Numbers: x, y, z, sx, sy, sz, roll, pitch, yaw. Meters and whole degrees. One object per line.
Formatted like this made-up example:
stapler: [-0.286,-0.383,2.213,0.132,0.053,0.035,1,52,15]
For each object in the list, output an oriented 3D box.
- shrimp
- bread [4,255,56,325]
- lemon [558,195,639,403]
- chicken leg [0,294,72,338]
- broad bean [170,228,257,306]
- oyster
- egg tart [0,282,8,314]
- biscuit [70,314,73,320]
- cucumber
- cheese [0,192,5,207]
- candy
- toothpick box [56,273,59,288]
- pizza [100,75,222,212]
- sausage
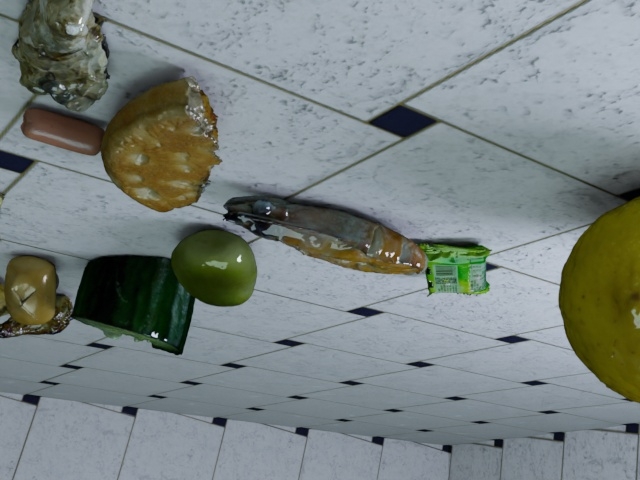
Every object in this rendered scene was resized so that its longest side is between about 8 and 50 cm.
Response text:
shrimp: [0.000,0.000,1.106,0.317,0.062,0.164,16,163,-32]
bread: [-0.459,0.082,1.336,0.082,0.115,0.056,14,-158,0]
lemon: [0.407,0.069,0.951,0.310,0.253,0.253,13,159,-43]
chicken leg: [-0.522,0.143,1.503,0.178,0.070,0.093,-15,175,-33]
broad bean: [-0.148,0.036,1.216,0.124,0.082,0.174,1,150,7]
oyster: [-0.218,-0.155,0.696,0.106,0.061,0.200,5,161,-1]
egg tart: [-0.702,0.125,1.478,0.319,0.128,0.319,4,163,1]
biscuit: [-0.549,0.150,1.682,0.130,0.019,0.119,-2,160,13]
cucumber: [-0.291,0.103,1.351,0.191,0.130,0.191,7,159,3]
cheese: [-0.441,-0.032,1.097,0.084,0.060,0.041,-3,162,37]
candy: [0.196,0.042,1.226,0.102,0.032,0.178,-4,158,10]
toothpick box: [-0.470,0.074,1.412,0.047,0.047,0.083,16,158,-31]
pizza: [-0.160,-0.095,0.860,0.127,0.058,0.246,6,159,-4]
sausage: [-0.263,-0.111,0.868,0.083,0.034,0.034,16,157,-26]
